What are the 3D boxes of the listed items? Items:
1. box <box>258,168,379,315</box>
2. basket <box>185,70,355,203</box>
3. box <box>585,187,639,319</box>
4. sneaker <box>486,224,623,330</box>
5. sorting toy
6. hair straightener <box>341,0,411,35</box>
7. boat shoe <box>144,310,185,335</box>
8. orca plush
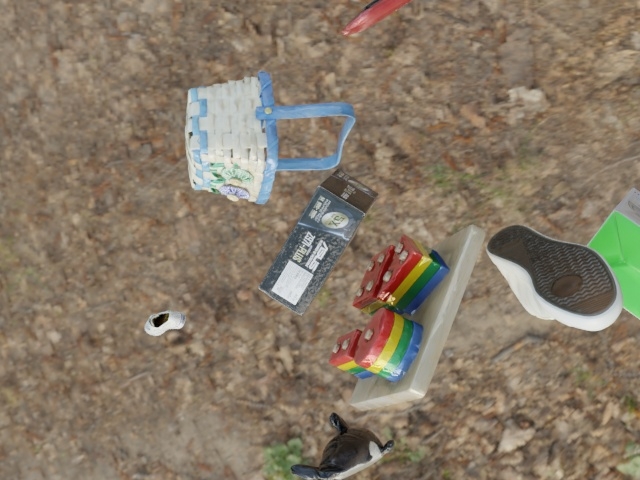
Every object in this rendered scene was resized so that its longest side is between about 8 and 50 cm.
[{"bbox_3d":[0.000,0.000,1.388,0.078,0.147,0.180,32,107,2],"label":"box"},{"bbox_3d":[-0.095,-0.177,1.693,0.255,0.289,0.201,107,154,-70],"label":"basket"},{"bbox_3d":[0.556,0.054,1.513,0.262,0.231,0.126,38,115,14],"label":"box"},{"bbox_3d":[0.347,0.070,1.344,0.106,0.290,0.123,-35,115,-2],"label":"sneaker"},{"bbox_3d":[0.110,0.106,1.396,0.089,0.257,0.255,27,160,-9],"label":"sorting toy"},{"bbox_3d":[0.088,-0.228,0.629,0.089,0.230,0.047,57,168,-5],"label":"hair straightener"},{"bbox_3d":[-0.254,0.127,1.494,0.100,0.035,0.035,-13,64,47],"label":"boat shoe"},{"bbox_3d":[0.023,0.344,1.591,0.151,0.287,0.102,-36,73,24],"label":"orca plush"}]
